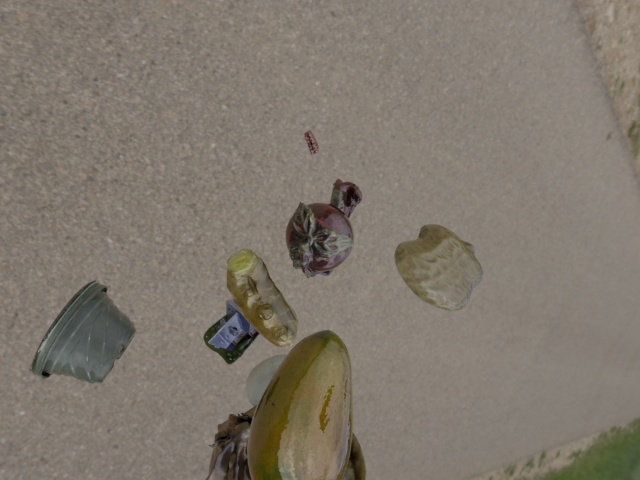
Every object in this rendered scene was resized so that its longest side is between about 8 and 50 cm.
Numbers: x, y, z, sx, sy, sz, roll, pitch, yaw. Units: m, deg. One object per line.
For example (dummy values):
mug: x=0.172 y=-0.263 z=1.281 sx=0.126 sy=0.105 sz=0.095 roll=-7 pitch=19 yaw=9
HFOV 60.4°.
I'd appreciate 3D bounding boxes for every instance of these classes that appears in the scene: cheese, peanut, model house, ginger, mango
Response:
cheese: x=-0.106 y=0.395 z=1.503 sx=0.198 sy=0.154 sz=0.189 roll=-24 pitch=151 yaw=16
peanut: x=0.274 y=0.054 z=1.243 sx=0.233 sy=0.197 sz=0.110 roll=-38 pitch=163 yaw=-38
model house: x=-0.205 y=0.194 z=1.305 sx=0.167 sy=0.117 sz=0.088 roll=-44 pitch=154 yaw=-15
ginger: x=-0.095 y=0.114 z=0.933 sx=0.205 sy=0.081 sz=0.115 roll=53 pitch=32 yaw=-36
mango: x=-0.016 y=0.164 z=0.490 sx=0.111 sy=0.090 sz=0.163 roll=-51 pitch=149 yaw=-57

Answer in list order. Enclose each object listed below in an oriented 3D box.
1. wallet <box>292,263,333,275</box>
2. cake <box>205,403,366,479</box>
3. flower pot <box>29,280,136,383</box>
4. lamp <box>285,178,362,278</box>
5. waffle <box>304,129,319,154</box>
wallet: x=0.000 y=0.000 z=1.920 sx=0.044 sy=0.149 sz=0.249 roll=-79 pitch=-174 yaw=-72
cake: x=-0.069 y=0.450 z=1.089 sx=0.332 sy=0.332 sz=0.321 roll=-43 pitch=151 yaw=-26
flower pot: x=-0.490 y=0.214 z=1.174 sx=0.235 sy=0.141 sz=0.235 roll=-56 pitch=-174 yaw=8
lamp: x=0.005 y=-0.028 z=1.218 sx=0.223 sy=0.151 sz=0.214 roll=-71 pitch=177 yaw=-75
waffle: x=-0.027 y=-0.303 z=1.698 sx=0.083 sy=0.029 sz=0.075 roll=-71 pitch=143 yaw=-74
